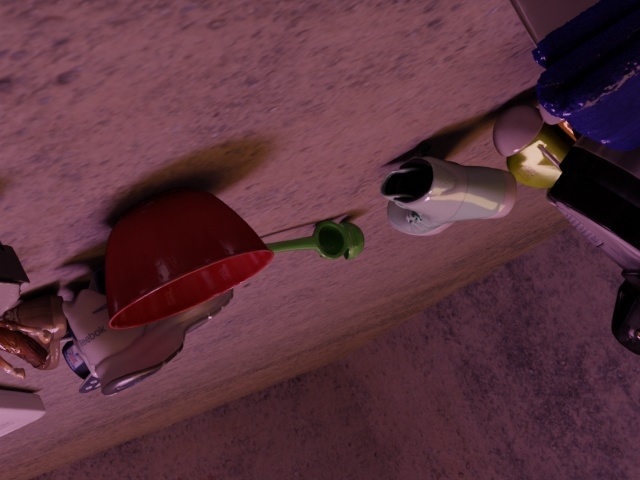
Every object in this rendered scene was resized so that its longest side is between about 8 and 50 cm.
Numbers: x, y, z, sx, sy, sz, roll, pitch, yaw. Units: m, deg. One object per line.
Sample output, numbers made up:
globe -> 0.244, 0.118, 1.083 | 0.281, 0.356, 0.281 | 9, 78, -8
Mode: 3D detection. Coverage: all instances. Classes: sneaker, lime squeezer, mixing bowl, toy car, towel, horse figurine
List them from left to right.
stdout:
horse figurine -> -0.397, 0.121, 1.177 | 0.263, 0.066, 0.174 | -22, 152, 35
sneaker -> -0.345, 0.108, 1.351 | 0.071, 0.066, 0.188 | -3, 157, -20
sneaker -> -0.286, 0.128, 1.445 | 0.153, 0.099, 0.282 | -29, 172, 10
sneaker -> -0.194, 0.065, 1.333 | 0.111, 0.129, 0.297 | -31, -173, 20
mixing bowl -> -0.149, 0.009, 1.166 | 0.181, 0.098, 0.181 | -24, 169, -5
lime squeezer -> 0.000, 0.000, 1.656 | 0.110, 0.059, 0.310 | 3, -179, 19
sneaker -> 0.126, -0.068, 1.526 | 0.151, 0.094, 0.256 | 12, 168, -28
toy car -> 0.319, -0.144, 1.461 | 0.182, 0.159, 0.136 | -36, -156, 35
towel -> 0.301, -0.173, 0.962 | 0.228, 0.076, 0.308 | -38, 165, 19

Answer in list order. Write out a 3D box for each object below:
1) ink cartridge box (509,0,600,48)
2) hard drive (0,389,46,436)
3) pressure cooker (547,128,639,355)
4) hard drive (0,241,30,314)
ink cartridge box -> 0.256, -0.217, 1.040 | 0.140, 0.082, 0.191 | -28, 171, 16
hard drive -> -0.574, 0.289, 1.719 | 0.233, 0.047, 0.353 | -25, 170, -2
pressure cooker -> 0.458, -0.051, 1.231 | 0.370, 0.375, 0.420 | 31, 98, -38
hard drive -> -0.421, 0.106, 0.892 | 0.339, 0.064, 0.237 | -39, 160, 16
